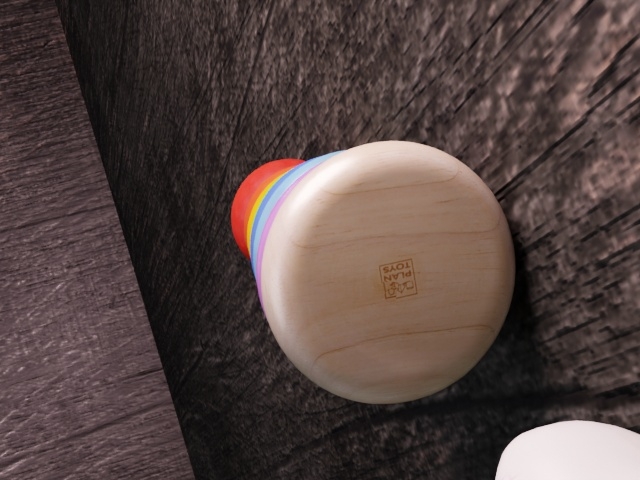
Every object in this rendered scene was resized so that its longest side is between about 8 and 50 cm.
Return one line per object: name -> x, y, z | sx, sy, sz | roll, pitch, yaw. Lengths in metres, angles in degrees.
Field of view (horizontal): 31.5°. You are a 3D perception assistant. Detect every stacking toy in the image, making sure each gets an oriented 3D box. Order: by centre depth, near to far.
stacking toy -> 0.000, 0.000, 0.745 | 0.330, 0.141, 0.141 | -155, 51, -74

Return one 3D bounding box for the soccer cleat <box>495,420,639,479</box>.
soccer cleat -> 0.175, 0.136, 0.350 | 0.331, 0.116, 0.143 | 51, 135, 50
